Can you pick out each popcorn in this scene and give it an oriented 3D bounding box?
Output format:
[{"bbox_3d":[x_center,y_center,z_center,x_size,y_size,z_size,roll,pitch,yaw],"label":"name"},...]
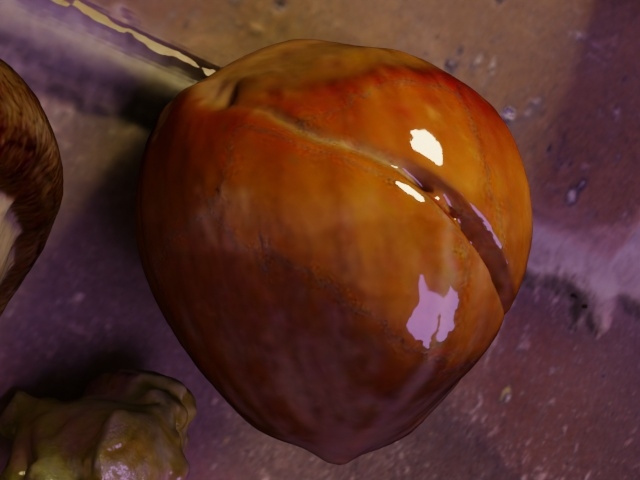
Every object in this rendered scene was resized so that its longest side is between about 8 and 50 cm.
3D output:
[{"bbox_3d":[-0.097,0.110,0.729,0.089,0.109,0.097,-9,93,-4],"label":"popcorn"}]

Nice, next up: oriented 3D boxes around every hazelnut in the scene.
[{"bbox_3d":[0.000,0.000,0.683,0.182,0.182,0.182,-26,135,-29],"label":"hazelnut"}]

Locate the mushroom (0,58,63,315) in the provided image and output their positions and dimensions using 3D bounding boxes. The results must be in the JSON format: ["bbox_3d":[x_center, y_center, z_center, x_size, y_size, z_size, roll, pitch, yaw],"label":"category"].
[{"bbox_3d":[-0.185,0.014,0.528,0.231,0.138,0.194,-55,-175,25],"label":"mushroom"}]
